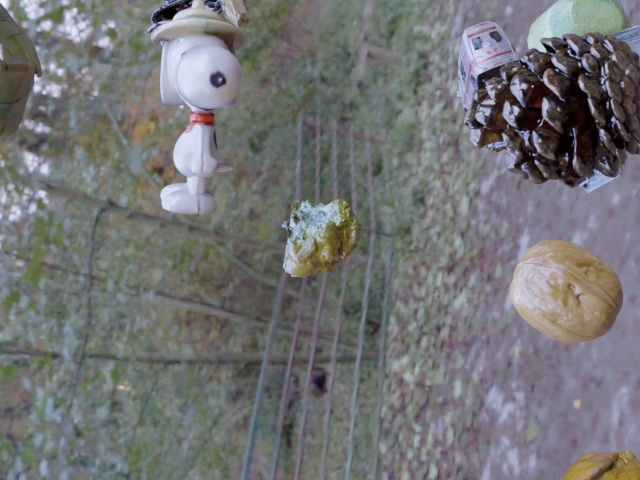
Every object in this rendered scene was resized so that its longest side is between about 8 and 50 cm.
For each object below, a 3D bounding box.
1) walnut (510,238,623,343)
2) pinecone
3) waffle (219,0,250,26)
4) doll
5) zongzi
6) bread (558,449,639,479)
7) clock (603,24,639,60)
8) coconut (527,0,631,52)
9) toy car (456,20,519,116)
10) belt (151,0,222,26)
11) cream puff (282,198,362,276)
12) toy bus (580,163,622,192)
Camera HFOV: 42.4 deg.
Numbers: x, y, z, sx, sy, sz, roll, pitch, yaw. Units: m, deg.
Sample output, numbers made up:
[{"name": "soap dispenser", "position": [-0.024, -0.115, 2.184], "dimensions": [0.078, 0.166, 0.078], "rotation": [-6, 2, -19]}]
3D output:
[{"name": "walnut", "position": [0.490, 0.104, 1.654], "dimensions": [0.193, 0.225, 0.193], "rotation": [-156, 90, -86]}, {"name": "pinecone", "position": [0.273, -0.147, 0.956], "dimensions": [0.184, 0.204, 0.179], "rotation": [15, -120, -66]}, {"name": "waffle", "position": [-0.112, -0.306, 1.003], "dimensions": [0.135, 0.021, 0.092], "rotation": [-123, 13, -65]}, {"name": "doll", "position": [-0.189, -0.190, 1.203], "dimensions": [0.208, 0.143, 0.271], "rotation": [-110, 29, -50]}, {"name": "zongzi", "position": [-0.590, -0.325, 1.421], "dimensions": [0.115, 0.256, 0.228], "rotation": [-29, -10, -40]}, {"name": "bread", "position": [0.466, 0.551, 1.413], "dimensions": [0.215, 0.398, 0.398], "rotation": [29, 112, 36]}, {"name": "clock", "position": [0.628, -0.377, 1.586], "dimensions": [0.319, 0.318, 0.066], "rotation": [-134, 23, -77]}, {"name": "coconut", "position": [0.612, -0.476, 1.950], "dimensions": [0.205, 0.236, 0.236], "rotation": [58, 161, 5]}, {"name": "toy car", "position": [0.293, -0.297, 1.486], "dimensions": [0.210, 0.089, 0.108], "rotation": [73, 174, -71]}, {"name": "belt", "position": [-0.119, -0.446, 1.400], "dimensions": [0.094, 0.359, 0.126], "rotation": [-77, -30, -68]}, {"name": "cream puff", "position": [0.001, 0.000, 1.427], "dimensions": [0.156, 0.156, 0.121], "rotation": [-101, 1, -65]}, {"name": "toy bus", "position": [0.520, -0.219, 1.769], "dimensions": [0.113, 0.301, 0.139], "rotation": [-34, 32, 45]}]
